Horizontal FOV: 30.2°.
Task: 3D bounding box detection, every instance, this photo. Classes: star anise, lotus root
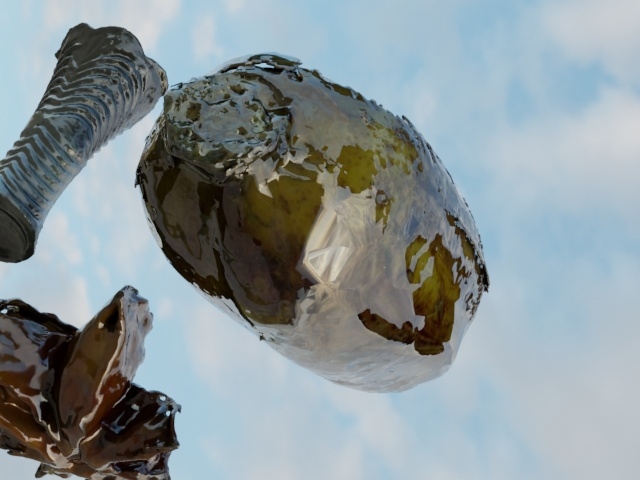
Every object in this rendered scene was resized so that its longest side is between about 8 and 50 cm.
[{"bbox_3d":[-0.227,0.129,1.031,0.148,0.237,0.346,-63,-167,-23],"label":"star anise"},{"bbox_3d":[0.000,0.000,0.831,0.196,0.397,0.179,14,-107,25],"label":"lotus root"}]

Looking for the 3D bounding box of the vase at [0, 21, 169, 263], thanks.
[{"bbox_3d":[-0.233,-0.086,1.045,0.115,0.237,0.115,12,-47,13],"label":"vase"}]
